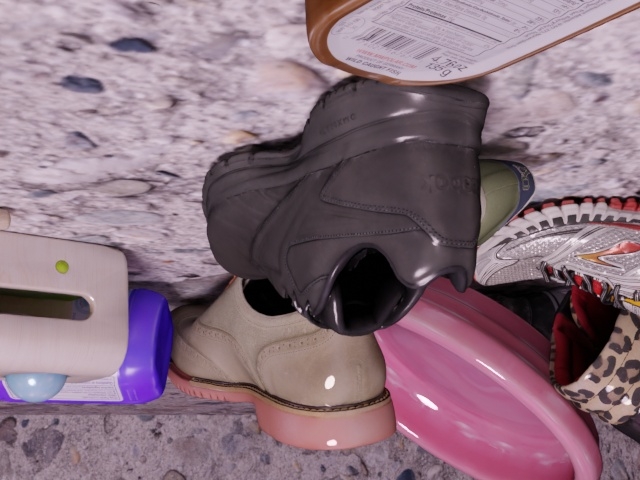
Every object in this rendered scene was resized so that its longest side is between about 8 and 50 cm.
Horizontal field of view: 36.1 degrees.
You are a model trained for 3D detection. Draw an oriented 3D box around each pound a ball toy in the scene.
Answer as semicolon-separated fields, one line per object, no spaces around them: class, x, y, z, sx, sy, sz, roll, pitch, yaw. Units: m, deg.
pound a ball toy;-0.304;0.055;0.773;0.319;0.136;0.208;9;162;-39

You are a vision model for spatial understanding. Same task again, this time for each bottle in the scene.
bottle;-0.297;0.106;1.002;0.283;0.118;0.092;1;142;3

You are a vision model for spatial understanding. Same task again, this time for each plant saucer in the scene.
plant saucer;0.144;0.142;1.012;0.332;0.084;0.332;31;157;15

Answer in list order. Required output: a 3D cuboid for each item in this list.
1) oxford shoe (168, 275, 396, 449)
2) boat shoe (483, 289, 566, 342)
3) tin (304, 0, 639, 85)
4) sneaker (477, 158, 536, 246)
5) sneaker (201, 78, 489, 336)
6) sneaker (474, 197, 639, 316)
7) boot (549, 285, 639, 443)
oxford shoe;-0.055;0.089;0.989;0.140;0.146;0.397;-9;-170;-33
boat shoe;0.164;0.126;1.202;0.119;0.121;0.335;14;149;-26
tin;0.072;-0.108;0.387;0.106;0.040;0.190;4;165;-38
sneaker;0.074;-0.006;0.694;0.086;0.064;0.192;-18;171;-36
sneaker;0.000;0.000;0.611;0.109;0.130;0.286;2;166;-24
sneaker;0.230;0.016;0.774;0.225;0.092;0.088;-7;165;21
boot;0.373;0.097;0.921;0.284;0.377;0.138;34;135;-3
